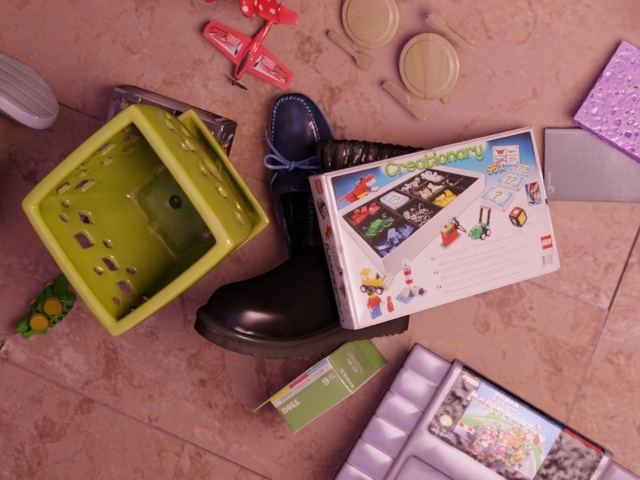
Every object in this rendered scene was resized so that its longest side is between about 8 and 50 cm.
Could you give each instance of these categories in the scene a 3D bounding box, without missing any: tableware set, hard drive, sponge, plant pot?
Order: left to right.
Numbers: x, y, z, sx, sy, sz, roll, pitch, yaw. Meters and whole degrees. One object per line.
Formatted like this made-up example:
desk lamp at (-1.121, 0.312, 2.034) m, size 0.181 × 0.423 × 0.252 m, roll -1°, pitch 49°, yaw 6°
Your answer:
plant pot at (-0.218, -0.039, 1.500) m, size 0.227 × 0.207 × 0.228 m, roll -36°, pitch 87°, yaw 22°
tableware set at (0.112, -0.267, 1.490) m, size 0.194 × 0.039 × 0.128 m, roll 44°, pitch 123°, yaw 14°
hard drive at (0.356, -0.097, 1.435) m, size 0.135 × 0.022 × 0.094 m, roll 3°, pitch 100°, yaw 20°
sponge at (0.429, -0.143, 1.377) m, size 0.210 × 0.031 × 0.117 m, roll 34°, pitch 91°, yaw 11°

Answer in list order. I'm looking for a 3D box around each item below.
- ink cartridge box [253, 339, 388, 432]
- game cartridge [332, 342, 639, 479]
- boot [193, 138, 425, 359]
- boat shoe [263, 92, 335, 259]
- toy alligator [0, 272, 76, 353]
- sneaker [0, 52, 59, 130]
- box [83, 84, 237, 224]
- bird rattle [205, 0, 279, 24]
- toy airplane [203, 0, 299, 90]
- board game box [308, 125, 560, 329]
ink cartridge box at (0.004, 0.196, 1.516) m, size 0.109 × 0.209 × 0.062 m, roll -37°, pitch 85°, yaw 22°
game cartridge at (0.224, 0.316, 1.482) m, size 0.355 × 0.068 × 0.230 m, roll 31°, pitch 93°, yaw 5°
boot at (-0.002, -0.001, 1.438) m, size 0.131 × 0.348 × 0.260 m, roll 25°, pitch 114°, yaw 43°
boat shoe at (-0.018, -0.076, 1.542) m, size 0.109 × 0.089 × 0.258 m, roll -12°, pitch 95°, yaw 22°
toy alligator at (-0.436, 0.123, 1.757) m, size 0.051 × 0.056 × 0.190 m, roll 31°, pitch 114°, yaw -30°
sneaker at (-0.507, -0.236, 1.709) m, size 0.258 × 0.094 × 0.091 m, roll 36°, pitch 132°, yaw 13°
box at (-0.238, -0.091, 1.640) m, size 0.183 × 0.056 × 0.231 m, roll 20°, pitch 105°, yaw 16°
bird rattle at (-0.069, -0.411, 1.442) m, size 0.253 × 0.207 × 0.143 m, roll -40°, pitch 68°, yaw 4°
toy airplane at (-0.088, -0.282, 1.565) m, size 0.151 × 0.028 × 0.151 m, roll 4°, pitch 101°, yaw 18°
board game box at (0.149, -0.020, 1.406) m, size 0.305 × 0.053 × 0.193 m, roll -14°, pitch 95°, yaw -23°
